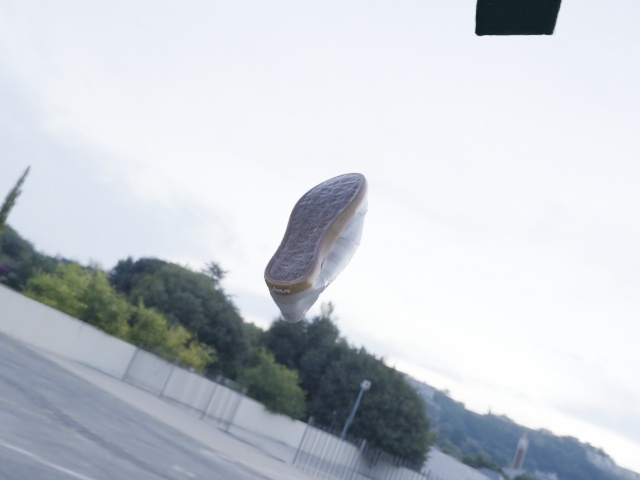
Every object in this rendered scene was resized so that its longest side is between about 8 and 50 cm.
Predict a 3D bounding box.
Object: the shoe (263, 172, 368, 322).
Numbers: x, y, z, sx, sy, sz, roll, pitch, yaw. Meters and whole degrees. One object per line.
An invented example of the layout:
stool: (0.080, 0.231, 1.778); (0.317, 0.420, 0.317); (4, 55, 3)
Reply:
shoe: (0.000, 0.000, 0.760); (0.076, 0.219, 0.058); (2, -52, 26)

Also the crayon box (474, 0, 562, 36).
crayon box: (0.172, -0.344, 0.560); (0.081, 0.202, 0.318); (3, -22, 9)
